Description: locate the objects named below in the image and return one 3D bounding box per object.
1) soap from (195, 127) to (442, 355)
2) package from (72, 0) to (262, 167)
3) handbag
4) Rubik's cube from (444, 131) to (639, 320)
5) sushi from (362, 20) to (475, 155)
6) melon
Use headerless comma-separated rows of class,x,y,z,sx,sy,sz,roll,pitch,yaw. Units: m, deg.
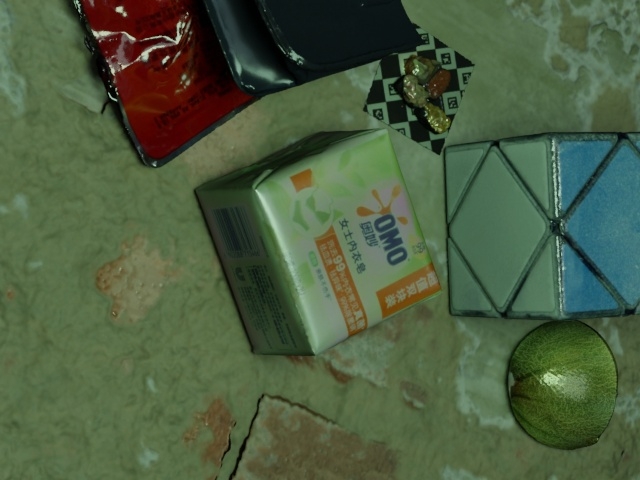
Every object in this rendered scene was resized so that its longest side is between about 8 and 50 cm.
soap,0.000,0.000,1.538,0.182,0.138,0.199,-25,101,-29
package,-0.157,-0.230,1.491,0.194,0.071,0.269,-32,108,-19
handbag,-0.033,-0.322,1.514,0.269,0.118,0.325,-20,90,-46
Rubik's cube,0.279,-0.016,1.662,0.205,0.207,0.205,-3,92,-32
sushi,0.120,-0.179,1.675,0.120,0.026,0.126,28,75,-26
melon,0.288,0.174,1.737,0.128,0.079,0.160,1,89,-32
